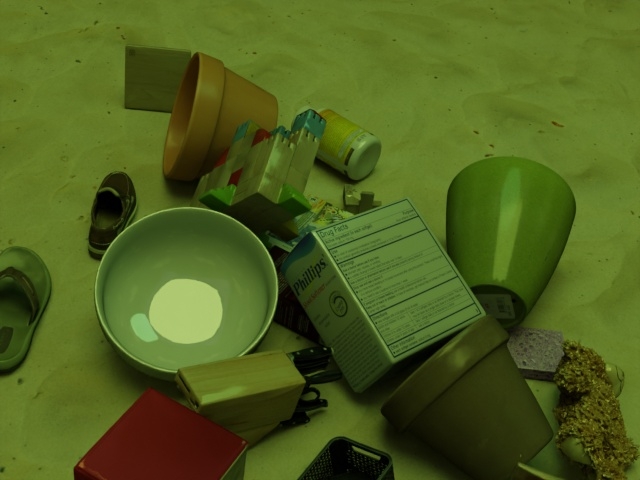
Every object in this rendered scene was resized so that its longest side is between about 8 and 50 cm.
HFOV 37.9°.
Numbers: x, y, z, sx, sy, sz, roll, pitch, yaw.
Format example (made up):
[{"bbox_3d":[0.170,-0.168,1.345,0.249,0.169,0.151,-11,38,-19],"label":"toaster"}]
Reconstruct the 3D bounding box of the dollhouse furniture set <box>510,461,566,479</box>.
[{"bbox_3d":[0.249,0.487,1.354,0.135,0.259,0.262,21,43,11],"label":"dollhouse furniture set"}]

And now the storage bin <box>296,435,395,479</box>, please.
[{"bbox_3d":[0.031,0.418,1.508,0.122,0.084,0.180,15,40,32],"label":"storage bin"}]

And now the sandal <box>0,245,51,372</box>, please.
[{"bbox_3d":[-0.583,0.116,1.770,0.120,0.086,0.303,1,42,-8],"label":"sandal"}]

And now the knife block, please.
[{"bbox_3d":[-0.088,0.241,1.601,0.242,0.276,0.088,-39,53,-4],"label":"knife block"}]

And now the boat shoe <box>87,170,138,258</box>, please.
[{"bbox_3d":[-0.444,-0.078,2.000,0.095,0.095,0.257,2,42,-7],"label":"boat shoe"}]

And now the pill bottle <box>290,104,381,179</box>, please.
[{"bbox_3d":[0.033,-0.242,2.242,0.215,0.117,0.117,34,48,26],"label":"pill bottle"}]

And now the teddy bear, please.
[{"bbox_3d":[0.483,0.306,1.619,0.245,0.113,0.338,55,24,2],"label":"teddy bear"}]

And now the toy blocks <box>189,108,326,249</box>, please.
[{"bbox_3d":[-0.137,-0.138,1.918,0.190,0.381,0.261,34,56,-27],"label":"toy blocks"}]

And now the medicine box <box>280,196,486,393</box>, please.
[{"bbox_3d":[0.118,0.096,1.760,0.263,0.149,0.289,-20,71,-38],"label":"medicine box"}]

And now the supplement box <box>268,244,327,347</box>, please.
[{"bbox_3d":[-0.031,0.115,1.866,0.239,0.073,0.130,27,44,19],"label":"supplement box"}]

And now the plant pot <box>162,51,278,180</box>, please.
[{"bbox_3d":[-0.224,-0.260,2.127,0.203,0.291,0.291,15,39,-19],"label":"plant pot"}]

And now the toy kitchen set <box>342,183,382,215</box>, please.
[{"bbox_3d":[0.097,-0.105,2.135,0.083,0.068,0.075,3,42,-6],"label":"toy kitchen set"}]

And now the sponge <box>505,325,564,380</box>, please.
[{"bbox_3d":[0.384,0.218,1.846,0.210,0.031,0.117,6,41,-1],"label":"sponge"}]

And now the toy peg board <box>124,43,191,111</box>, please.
[{"bbox_3d":[-0.407,-0.417,2.350,0.161,0.161,0.079,5,26,-4],"label":"toy peg board"}]

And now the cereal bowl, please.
[{"bbox_3d":[-0.251,0.114,1.750,0.338,0.141,0.339,4,62,-7],"label":"cereal bowl"}]

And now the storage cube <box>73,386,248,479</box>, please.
[{"bbox_3d":[-0.246,0.386,1.450,0.193,0.184,0.215,25,44,16],"label":"storage cube"}]

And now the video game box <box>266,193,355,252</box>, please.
[{"bbox_3d":[0.000,0.000,2.021,0.187,0.048,0.205,27,45,17],"label":"video game box"}]

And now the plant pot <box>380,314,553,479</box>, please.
[{"bbox_3d":[0.273,0.296,1.613,0.263,0.263,0.229,-31,73,-35],"label":"plant pot"}]

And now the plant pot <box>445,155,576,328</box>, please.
[{"bbox_3d":[0.370,0.026,1.897,0.274,0.275,0.294,14,47,7],"label":"plant pot"}]
